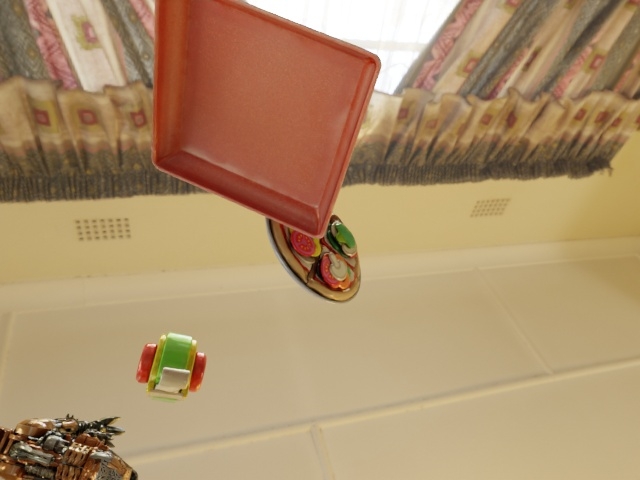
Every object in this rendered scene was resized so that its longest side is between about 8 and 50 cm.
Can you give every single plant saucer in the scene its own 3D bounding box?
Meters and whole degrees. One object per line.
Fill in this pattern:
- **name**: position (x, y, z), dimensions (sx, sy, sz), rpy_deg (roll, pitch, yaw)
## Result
- **plant saucer**: position (-0.078, -0.153, 0.603), dimensions (0.259, 0.258, 0.047), rpy_deg (23, -138, 5)

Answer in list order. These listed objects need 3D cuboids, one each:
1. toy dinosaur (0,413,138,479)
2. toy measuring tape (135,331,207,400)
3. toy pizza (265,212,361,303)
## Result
- **toy dinosaur**: position (-0.435, 0.337, 0.803), dimensions (0.322, 0.218, 0.164), rpy_deg (28, -111, 22)
- **toy measuring tape**: position (-0.237, 0.195, 0.807), dimensions (0.122, 0.330, 0.121), rpy_deg (7, -113, -17)
- **toy pizza**: position (0.000, 0.000, 0.745), dimensions (0.201, 0.032, 0.201), rpy_deg (35, -144, -31)
